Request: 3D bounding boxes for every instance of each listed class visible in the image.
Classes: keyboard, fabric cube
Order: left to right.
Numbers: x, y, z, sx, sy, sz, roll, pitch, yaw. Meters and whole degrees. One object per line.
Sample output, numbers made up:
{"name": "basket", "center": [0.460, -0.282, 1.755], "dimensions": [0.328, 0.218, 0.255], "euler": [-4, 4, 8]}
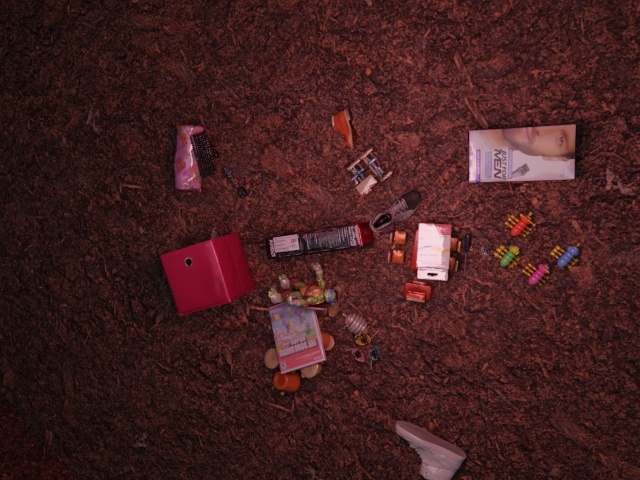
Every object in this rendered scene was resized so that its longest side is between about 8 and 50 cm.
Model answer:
{"name": "keyboard", "center": [-0.473, -0.364, 1.952], "dimensions": [0.023, 0.108, 0.180], "euler": [15, 125, 43]}
{"name": "fabric cube", "center": [-0.463, 0.134, 1.935], "dimensions": [0.254, 0.259, 0.258], "euler": [-16, 93, 16]}

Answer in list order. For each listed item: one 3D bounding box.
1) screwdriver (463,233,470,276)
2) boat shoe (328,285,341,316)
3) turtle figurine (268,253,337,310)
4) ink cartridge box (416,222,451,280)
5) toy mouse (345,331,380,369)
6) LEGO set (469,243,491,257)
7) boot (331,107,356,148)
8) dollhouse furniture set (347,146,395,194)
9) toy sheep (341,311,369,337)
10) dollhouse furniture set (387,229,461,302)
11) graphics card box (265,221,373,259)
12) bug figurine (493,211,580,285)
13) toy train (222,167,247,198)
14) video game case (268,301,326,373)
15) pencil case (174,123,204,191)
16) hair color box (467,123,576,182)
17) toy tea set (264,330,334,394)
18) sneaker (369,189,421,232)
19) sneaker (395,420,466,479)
{"name": "screwdriver", "center": [0.547, 0.057, 1.759], "dimensions": [0.025, 0.024, 0.169], "euler": [20, 112, 43]}
{"name": "boat shoe", "center": [0.053, 0.254, 1.912], "dimensions": [0.050, 0.045, 0.135], "euler": [10, 100, 15]}
{"name": "turtle figurine", "center": [-0.083, 0.167, 1.836], "dimensions": [0.266, 0.275, 0.197], "euler": [-4, 69, 35]}
{"name": "ink cartridge box", "center": [0.405, 0.042, 1.664], "dimensions": [0.115, 0.067, 0.198], "euler": [3, 87, 15]}
{"name": "toy mouse", "center": [0.189, 0.457, 1.907], "dimensions": [0.161, 0.031, 0.143], "euler": [-22, 90, 18]}
{"name": "LEGO set", "center": [0.599, 0.042, 1.736], "dimensions": [0.083, 0.023, 0.054], "euler": [-6, 96, 17]}
{"name": "boot", "center": [0.091, -0.426, 1.808], "dimensions": [0.085, 0.059, 0.157], "euler": [-14, 85, 21]}
{"name": "dollhouse furniture set", "center": [0.180, -0.261, 1.734], "dimensions": [0.129, 0.184, 0.129], "euler": [-40, 85, 17]}
{"name": "toy sheep", "center": [0.140, 0.335, 1.876], "dimensions": [0.132, 0.091, 0.091], "euler": [39, 106, -4]}
{"name": "dollhouse furniture set", "center": [0.381, 0.090, 1.748], "dimensions": [0.262, 0.135, 0.259], "euler": [8, 99, 15]}
{"name": "graphics card box", "center": [0.000, 0.000, 1.796], "dimensions": [0.371, 0.233, 0.094], "euler": [-10, 91, 18]}
{"name": "bug figurine", "center": [0.767, 0.040, 1.663], "dimensions": [0.279, 0.072, 0.216], "euler": [35, 105, 9]}
{"name": "toy train", "center": [-0.362, -0.248, 1.976], "dimensions": [0.036, 0.027, 0.158], "euler": [-37, 87, 14]}
{"name": "video game case", "center": [-0.099, 0.383, 1.924], "dimensions": [0.204, 0.025, 0.285], "euler": [-22, 65, 18]}
{"name": "pencil case", "center": [-0.557, -0.349, 1.976], "dimensions": [0.124, 0.124, 0.284], "euler": [7, 100, 15]}
{"name": "hair color box", "center": [0.691, -0.297, 1.623], "dimensions": [0.339, 0.110, 0.185], "euler": [-1, 96, 15]}
{"name": "toy tea set", "center": [-0.074, 0.512, 1.970], "dimensions": [0.336, 0.124, 0.200], "euler": [-29, 59, 21]}
{"name": "sneaker", "center": [0.282, -0.104, 1.746], "dimensions": [0.229, 0.132, 0.086], "euler": [-39, 86, 11]}
{"name": "sneaker", "center": [0.409, 0.856, 1.857], "dimensions": [0.293, 0.108, 0.169], "euler": [26, 101, 10]}
